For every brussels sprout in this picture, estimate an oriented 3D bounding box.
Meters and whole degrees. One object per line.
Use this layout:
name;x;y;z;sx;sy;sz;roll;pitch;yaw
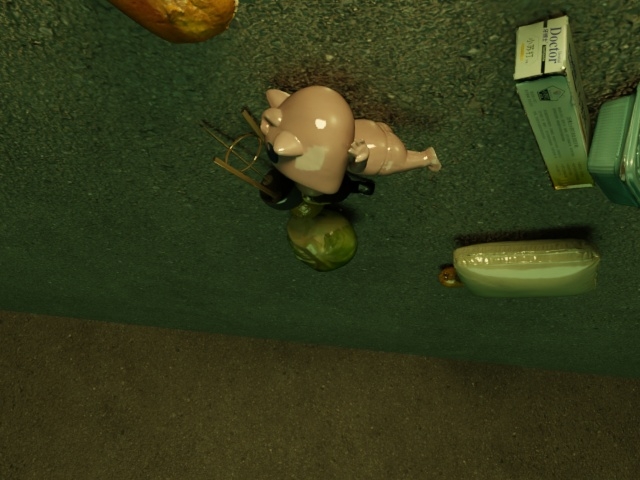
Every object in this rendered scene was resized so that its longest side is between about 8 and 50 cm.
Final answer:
brussels sprout;0.004;-0.004;1.176;0.161;0.144;0.180;36;180;20

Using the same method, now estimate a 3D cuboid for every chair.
chair;-0.120;-0.141;0.940;0.095;0.104;0.221;26;171;44

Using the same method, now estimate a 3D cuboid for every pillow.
pillow;0.509;0.076;1.262;0.322;0.120;0.255;-5;156;24

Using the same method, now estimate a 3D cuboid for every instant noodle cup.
instant noodle cup;0.457;-0.128;0.751;0.179;0.157;0.070;27;166;-41

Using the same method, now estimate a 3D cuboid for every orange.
orange;-0.030;-0.086;1.047;0.085;0.085;0.095;1;171;12

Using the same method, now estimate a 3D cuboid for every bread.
bread;-0.171;-0.300;0.537;0.132;0.114;0.190;-12;157;32

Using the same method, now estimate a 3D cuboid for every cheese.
cheese;0.041;-0.110;1.001;0.162;0.086;0.036;3;-172;-31

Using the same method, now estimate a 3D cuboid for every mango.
mango;0.391;0.108;1.455;0.114;0.057;0.079;12;150;-23

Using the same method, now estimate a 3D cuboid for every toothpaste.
toothpaste;0.342;-0.177;0.731;0.071;0.089;0.313;-1;159;34

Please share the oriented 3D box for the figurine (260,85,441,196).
figurine;0.036;-0.136;0.814;0.287;0.176;0.186;3;137;-32
